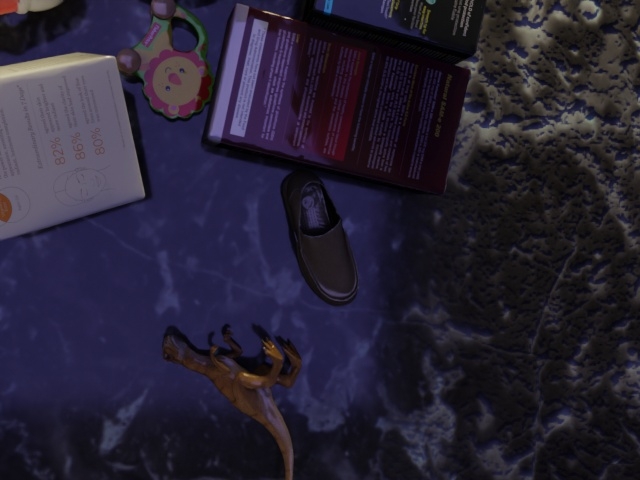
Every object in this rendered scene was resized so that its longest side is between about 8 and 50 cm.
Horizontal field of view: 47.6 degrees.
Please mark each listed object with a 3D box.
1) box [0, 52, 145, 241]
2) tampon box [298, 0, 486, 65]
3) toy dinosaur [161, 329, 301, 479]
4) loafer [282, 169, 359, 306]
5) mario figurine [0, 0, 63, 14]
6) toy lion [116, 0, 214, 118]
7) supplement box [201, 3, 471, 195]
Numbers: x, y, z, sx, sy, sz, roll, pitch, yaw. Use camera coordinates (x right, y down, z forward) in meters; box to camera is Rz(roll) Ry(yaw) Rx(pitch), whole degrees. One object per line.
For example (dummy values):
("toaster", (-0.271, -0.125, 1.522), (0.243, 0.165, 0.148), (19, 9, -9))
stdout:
("box", (-0.257, -0.081, 0.620), (0.170, 0.091, 0.130), (-20, 115, -31))
("tampon box", (0.072, -0.248, 0.709), (0.161, 0.101, 0.120), (12, 91, -12))
("toy dinosaur", (-0.066, 0.157, 0.736), (0.211, 0.064, 0.112), (45, 103, -1))
("loafer", (0.000, 0.000, 0.735), (0.056, 0.050, 0.148), (-24, 97, -8))
("mario figurine", (-0.357, -0.224, 0.643), (0.198, 0.170, 0.320), (20, 102, -47))
("toy lion", (-0.143, -0.174, 0.711), (0.096, 0.034, 0.100), (32, 87, -18))
("supplement box", (0.015, -0.132, 0.714), (0.239, 0.073, 0.130), (13, 91, -14))
